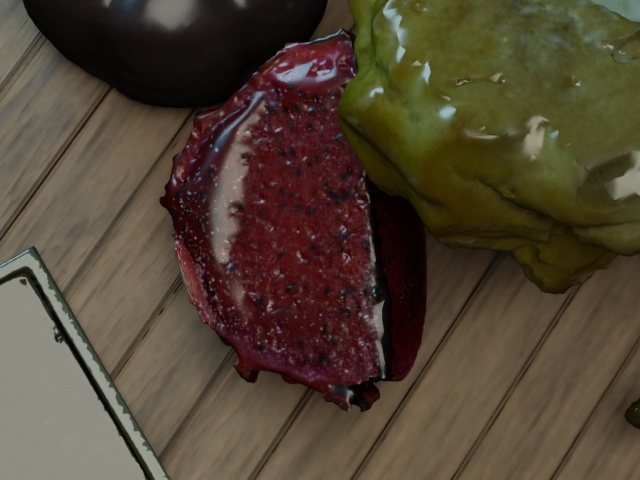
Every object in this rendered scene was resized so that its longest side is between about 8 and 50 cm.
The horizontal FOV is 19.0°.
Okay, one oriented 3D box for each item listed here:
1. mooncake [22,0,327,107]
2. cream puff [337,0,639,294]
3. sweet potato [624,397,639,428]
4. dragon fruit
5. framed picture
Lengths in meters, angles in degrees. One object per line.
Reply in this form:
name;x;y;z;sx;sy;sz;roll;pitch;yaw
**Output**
mooncake;-0.107;-0.221;1.388;0.245;0.133;0.244;1;75;-4
cream puff;0.169;-0.094;1.316;0.324;0.257;0.291;-30;63;-19
sweet potato;0.333;0.072;1.432;0.269;0.075;0.074;-33;87;-17
dragon fruit;0.000;0.000;1.361;0.189;0.163;0.261;6;73;-43
framed picture;-0.224;0.193;1.348;0.232;0.024;0.315;-30;87;-13
